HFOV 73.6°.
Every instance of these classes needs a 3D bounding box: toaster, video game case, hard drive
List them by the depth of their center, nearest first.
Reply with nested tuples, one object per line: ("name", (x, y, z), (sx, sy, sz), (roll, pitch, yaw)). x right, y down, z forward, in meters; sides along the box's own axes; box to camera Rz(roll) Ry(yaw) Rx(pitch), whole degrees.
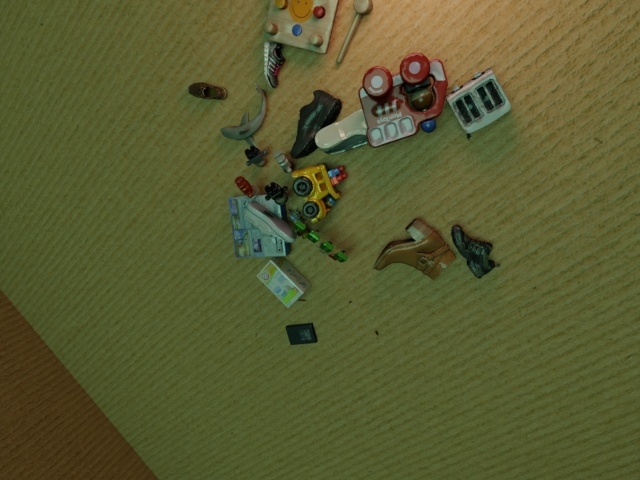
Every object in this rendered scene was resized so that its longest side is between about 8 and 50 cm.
("toaster", (0.529, -0.457, 1.434), (0.168, 0.110, 0.186), (-28, 96, 25))
("video game case", (-0.264, -0.064, 1.853), (0.244, 0.061, 0.270), (-2, 100, 19))
("hard drive", (-0.089, 0.433, 1.975), (0.135, 0.022, 0.094), (-10, 103, 22))

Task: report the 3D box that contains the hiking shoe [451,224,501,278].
("hiking shoe", (0.574, 0.025, 1.593), (0.114, 0.086, 0.227), (-31, 100, 11))

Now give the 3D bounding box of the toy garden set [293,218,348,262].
("toy garden set", (0.000, 0.000, 1.739), (0.244, 0.204, 0.049), (36, 80, -3))

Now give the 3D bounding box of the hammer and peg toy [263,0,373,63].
("hammer and peg toy", (-0.017, -0.800, 1.511), (0.361, 0.127, 0.266), (21, 112, 12))

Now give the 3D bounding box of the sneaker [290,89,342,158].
("sneaker", (-0.039, -0.447, 1.655), (0.130, 0.109, 0.286), (42, 108, 14))

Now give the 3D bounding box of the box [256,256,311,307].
("box", (-0.161, 0.173, 1.876), (0.203, 0.103, 0.114), (45, 114, 2))

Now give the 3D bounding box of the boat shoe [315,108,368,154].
("boat shoe", (0.139, -0.407, 1.604), (0.319, 0.099, 0.116), (-19, 71, 8))

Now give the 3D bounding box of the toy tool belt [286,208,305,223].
("toy tool belt", (-0.102, -0.105, 1.805), (0.051, 0.052, 0.083), (-35, 97, -6))

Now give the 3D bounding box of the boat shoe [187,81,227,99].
("boat shoe", (-0.477, -0.618, 1.767), (0.177, 0.060, 0.064), (13, 110, 16))

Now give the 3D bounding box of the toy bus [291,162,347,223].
("toy bus", (0.012, -0.201, 1.692), (0.211, 0.149, 0.221), (-20, 101, 8))

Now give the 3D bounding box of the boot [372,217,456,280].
("boot", (0.363, 0.075, 1.673), (0.220, 0.109, 0.283), (43, 108, -2))

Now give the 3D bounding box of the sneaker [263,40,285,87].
("sneaker", (-0.172, -0.673, 1.637), (0.074, 0.063, 0.171), (6, 113, 17))

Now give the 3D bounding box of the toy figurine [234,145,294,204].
("toy figurine", (-0.215, -0.259, 1.715), (0.212, 0.148, 0.210), (10, 79, 18))

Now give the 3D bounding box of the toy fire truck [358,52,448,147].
("toy fire truck", (0.284, -0.475, 1.462), (0.301, 0.169, 0.254), (-15, 98, 14))

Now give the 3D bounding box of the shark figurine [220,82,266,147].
("shark figurine", (-0.287, -0.476, 1.718), (0.166, 0.116, 0.278), (48, 117, -1))

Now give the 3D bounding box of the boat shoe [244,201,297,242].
("boat shoe", (-0.208, -0.058, 1.761), (0.258, 0.095, 0.084), (39, 115, 19))
